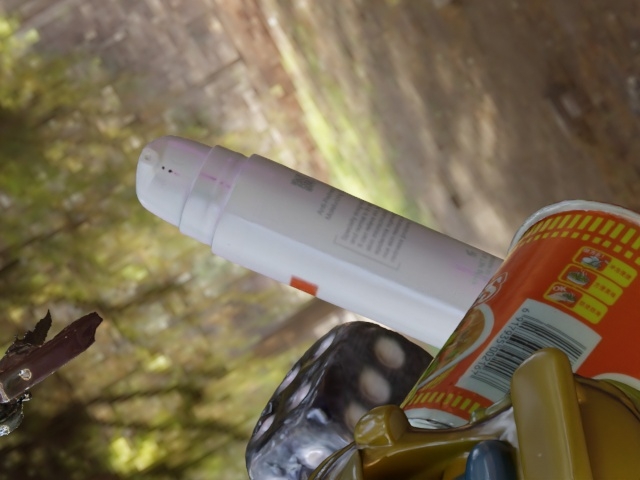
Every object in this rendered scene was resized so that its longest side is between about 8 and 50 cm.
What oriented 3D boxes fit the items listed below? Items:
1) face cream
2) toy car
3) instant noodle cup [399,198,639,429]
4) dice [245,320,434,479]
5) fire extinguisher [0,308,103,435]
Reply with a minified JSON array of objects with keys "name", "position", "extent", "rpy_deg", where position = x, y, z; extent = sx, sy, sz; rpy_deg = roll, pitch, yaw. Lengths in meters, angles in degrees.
[{"name":"face cream","position":[0.000,0.000,1.451],"extent":[0.346,0.102,0.102],"rpy_deg":[23,176,5]},{"name":"toy car","position":[0.069,0.155,0.800],"extent":[0.142,0.248,0.200],"rpy_deg":[36,-148,-33]},{"name":"instant noodle cup","position":[0.148,0.108,1.055],"extent":[0.193,0.212,0.193],"rpy_deg":[27,138,26]},{"name":"dice","position":[0.039,0.211,1.753],"extent":[0.181,0.183,0.182],"rpy_deg":[36,-136,-10]},{"name":"fire extinguisher","position":[-0.257,0.075,0.974],"extent":[0.075,0.252,0.106],"rpy_deg":[59,-149,-48]}]
